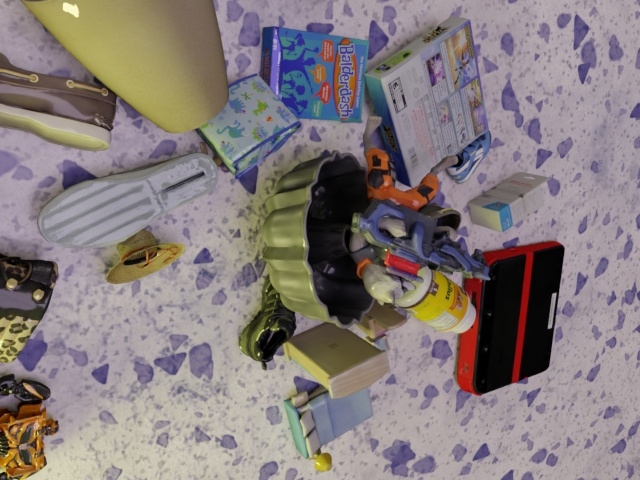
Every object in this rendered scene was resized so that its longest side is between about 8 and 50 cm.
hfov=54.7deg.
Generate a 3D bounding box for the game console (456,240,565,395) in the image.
[{"bbox_3d":[0.506,0.205,1.639,0.342,0.060,0.386,-9,109,-34],"label":"game console"}]

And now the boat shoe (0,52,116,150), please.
[{"bbox_3d":[-0.463,-0.220,0.898,0.324,0.116,0.097,13,78,-28],"label":"boat shoe"}]

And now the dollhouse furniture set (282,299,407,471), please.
[{"bbox_3d":[0.090,0.337,1.333,0.286,0.198,0.303,-21,114,-25],"label":"dollhouse furniture set"}]

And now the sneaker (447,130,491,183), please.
[{"bbox_3d":[0.340,-0.202,1.419,0.059,0.053,0.144,33,85,-31],"label":"sneaker"}]

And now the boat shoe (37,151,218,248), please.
[{"bbox_3d":[-0.315,-0.067,1.035,0.302,0.094,0.109,-23,105,-25],"label":"boat shoe"}]

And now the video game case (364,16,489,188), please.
[{"bbox_3d":[0.232,-0.287,1.300,0.244,0.061,0.269,-36,130,-17],"label":"video game case"}]

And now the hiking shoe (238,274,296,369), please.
[{"bbox_3d":[-0.073,0.144,1.230,0.086,0.114,0.227,24,90,-34],"label":"hiking shoe"}]

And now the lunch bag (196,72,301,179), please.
[{"bbox_3d":[-0.129,-0.205,1.084,0.151,0.096,0.129,-40,84,-11],"label":"lunch bag"}]

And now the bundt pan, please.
[{"bbox_3d":[0.000,0.000,1.168,0.331,0.124,0.331,9,80,-62],"label":"bundt pan"}]

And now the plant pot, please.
[{"bbox_3d":[-0.256,-0.307,0.938,0.256,0.256,0.274,-41,134,-15],"label":"plant pot"}]

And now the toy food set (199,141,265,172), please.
[{"bbox_3d":[-0.159,-0.167,1.147,0.122,0.019,0.078,-19,113,-25],"label":"toy food set"}]

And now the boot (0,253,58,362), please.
[{"bbox_3d":[-0.527,0.008,0.896,0.284,0.138,0.377,24,99,-33],"label":"boot"}]

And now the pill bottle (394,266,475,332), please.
[{"bbox_3d":[0.264,0.136,1.429,0.215,0.117,0.117,33,86,-34],"label":"pill bottle"}]

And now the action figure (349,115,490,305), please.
[{"bbox_3d":[0.167,-0.026,1.178,0.341,0.178,0.330,29,65,-30],"label":"action figure"}]

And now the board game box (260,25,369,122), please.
[{"bbox_3d":[-0.011,-0.311,1.179,0.210,0.047,0.160,-4,105,-31],"label":"board game box"}]

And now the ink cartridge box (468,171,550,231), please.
[{"bbox_3d":[0.459,-0.095,1.488,0.180,0.104,0.060,-30,117,-20],"label":"ink cartridge box"}]

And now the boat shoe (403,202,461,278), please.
[{"bbox_3d":[0.203,0.003,1.299,0.305,0.091,0.109,-39,124,-48],"label":"boat shoe"}]

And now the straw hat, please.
[{"bbox_3d":[-0.315,0.016,1.077,0.144,0.144,0.061,-23,76,-24],"label":"straw hat"}]

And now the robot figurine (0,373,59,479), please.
[{"bbox_3d":[-0.576,0.328,0.998,0.291,0.085,0.211,0,104,-31],"label":"robot figurine"}]
